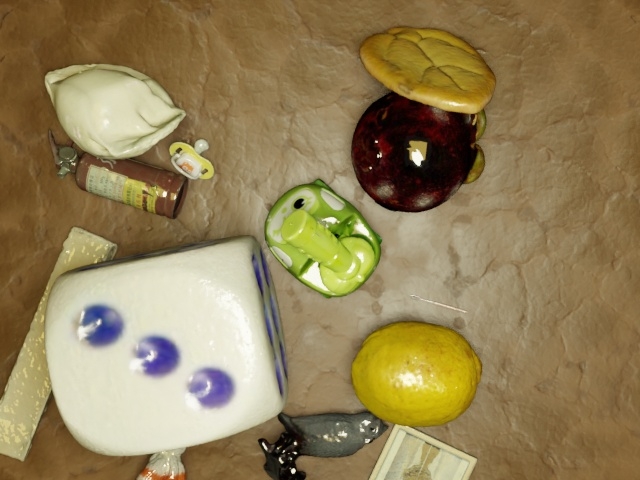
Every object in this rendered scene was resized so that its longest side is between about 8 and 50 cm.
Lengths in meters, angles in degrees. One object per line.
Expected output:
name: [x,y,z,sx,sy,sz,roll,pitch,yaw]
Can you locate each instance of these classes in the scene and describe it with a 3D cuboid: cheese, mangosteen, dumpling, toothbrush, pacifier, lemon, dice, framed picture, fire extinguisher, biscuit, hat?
cheese: [-0.452,0.173,1.526,0.085,0.034,0.400,24,91,-1]
mangosteen: [0.147,-0.137,1.422,0.210,0.210,0.209,0,91,2]
dumpling: [-0.323,-0.216,1.464,0.179,0.131,0.252,-31,51,-31]
toothbrush: [0.194,0.105,1.511,0.097,0.008,0.006,16,106,1]
pacifier: [-0.206,-0.138,1.508,0.083,0.068,0.064,40,58,-16]
lemon: [0.151,0.206,1.435,0.207,0.170,0.170,5,91,1]
dice: [-0.219,0.147,1.381,0.304,0.304,0.276,-12,90,2]
framed picture: [0.150,0.418,1.516,0.150,0.015,0.203,26,92,2]
fire extinguisher: [-0.341,-0.115,1.509,0.252,0.106,0.075,18,130,3]
biscuit: [0.172,-0.265,1.405,0.203,0.260,0.041,-5,128,-23]
hat: [-0.260,0.386,1.498,0.112,0.093,0.162,17,85,-24]

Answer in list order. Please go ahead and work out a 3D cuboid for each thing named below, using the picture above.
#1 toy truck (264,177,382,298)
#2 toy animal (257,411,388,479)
toy truck: [0.010,0.009,1.430,0.187,0.210,0.148,42,92,-17]
toy animal: [0.003,0.315,1.501,0.210,0.121,0.117,-21,45,-13]
